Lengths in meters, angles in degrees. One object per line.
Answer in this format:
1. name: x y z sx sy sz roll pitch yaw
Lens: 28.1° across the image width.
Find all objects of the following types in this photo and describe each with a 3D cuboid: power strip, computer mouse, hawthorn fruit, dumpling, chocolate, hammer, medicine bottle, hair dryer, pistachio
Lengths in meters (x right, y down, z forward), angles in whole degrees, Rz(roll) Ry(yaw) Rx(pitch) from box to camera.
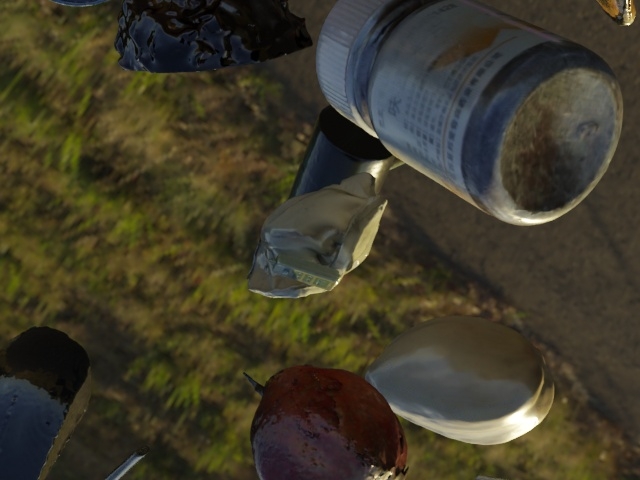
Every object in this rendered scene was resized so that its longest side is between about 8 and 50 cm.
1. power strip: -0.019 0.034 1.409 0.083 0.017 0.027 17 147 -9
2. computer mouse: -0.472 0.271 2.006 0.168 0.295 0.087 19 161 15
3. hawthorn fruit: -0.011 0.220 1.482 0.235 0.181 0.181 44 159 23
4. dumpling: 0.000 0.000 1.486 0.118 0.199 0.136 44 178 -26
5. chocolate: -0.135 -0.296 1.467 0.206 0.224 0.177 -128 28 -71
6. hammer: -0.208 0.236 1.262 0.017 0.062 0.182 51 143 4
7. medicine bottle: 0.126 -0.136 1.163 0.273 0.165 0.165 37 165 47
8. hair dryer: 0.084 -0.090 1.789 0.116 0.302 0.244 48 139 23
9. pistachio: 0.244 0.243 2.247 0.331 0.208 0.226 6 104 13

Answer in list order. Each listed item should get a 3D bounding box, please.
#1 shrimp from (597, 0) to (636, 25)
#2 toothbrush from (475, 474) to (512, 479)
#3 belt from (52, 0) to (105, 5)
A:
1. shrimp: 0.348 -0.419 1.711 0.290 0.054 0.222 63 -172 -1
2. toothbrush: 0.238 0.298 1.472 0.040 0.040 0.386 32 169 -4
3. belt: -0.187 -0.288 1.036 0.141 0.190 0.082 18 -163 -5
